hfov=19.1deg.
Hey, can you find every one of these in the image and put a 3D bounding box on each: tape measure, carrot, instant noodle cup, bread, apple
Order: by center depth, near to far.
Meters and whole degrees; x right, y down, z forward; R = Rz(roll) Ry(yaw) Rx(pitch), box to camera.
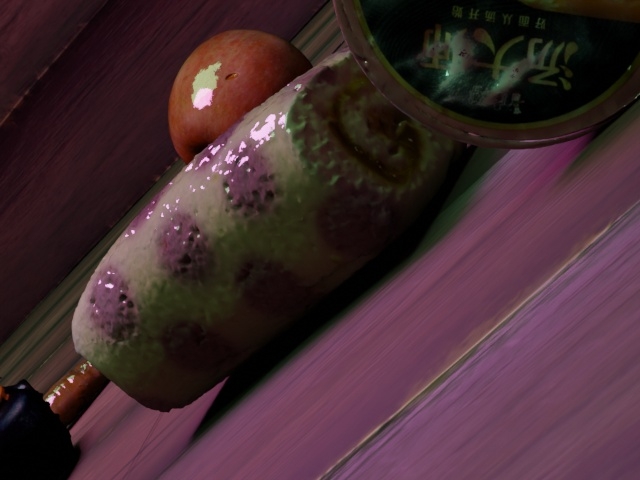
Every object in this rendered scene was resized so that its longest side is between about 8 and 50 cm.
[{"bbox_3d":[0.151,-0.210,1.270,0.244,0.244,0.255,-44,3,28],"label":"instant noodle cup"},{"bbox_3d":[-0.049,-0.011,1.531,0.338,0.155,0.187,-42,6,41],"label":"bread"},{"bbox_3d":[-0.361,0.250,2.030,0.202,0.135,0.223,-36,13,11],"label":"tape measure"},{"bbox_3d":[-0.090,-0.151,2.270,0.188,0.188,0.174,-37,19,53],"label":"apple"},{"bbox_3d":[-0.252,0.134,2.294,0.254,0.049,0.049,-47,8,-16],"label":"carrot"}]
